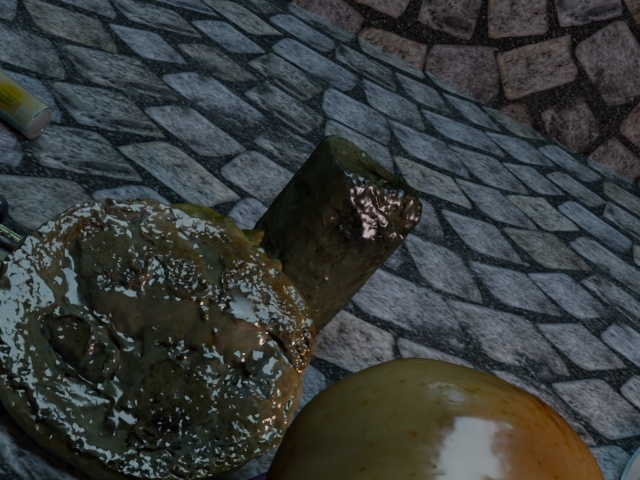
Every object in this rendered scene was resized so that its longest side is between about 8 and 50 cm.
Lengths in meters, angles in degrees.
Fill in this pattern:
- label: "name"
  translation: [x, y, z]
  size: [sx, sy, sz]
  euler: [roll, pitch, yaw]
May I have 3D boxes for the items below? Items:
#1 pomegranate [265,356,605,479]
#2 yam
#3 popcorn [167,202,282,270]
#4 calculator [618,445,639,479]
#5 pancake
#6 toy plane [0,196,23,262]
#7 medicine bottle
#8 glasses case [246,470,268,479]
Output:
- label: "pomegranate"
  translation: [0.083, 0.300, 1.178]
  size: [0.411, 0.411, 0.411]
  euler: [25, 22, -11]
- label: "yam"
  translation: [0.000, 0.000, 1.864]
  size: [0.195, 0.300, 0.195]
  euler: [35, 20, -15]
- label: "popcorn"
  translation: [-0.154, 0.054, 1.676]
  size: [0.233, 0.192, 0.266]
  euler: [44, 43, 18]
- label: "calculator"
  translation: [0.586, 0.422, 1.985]
  size: [0.256, 0.054, 0.386]
  euler: [37, 24, 17]
- label: "pancake"
  translation: [-0.196, 0.112, 1.469]
  size: [0.386, 0.082, 0.387]
  euler: [8, 58, -12]
- label: "toy plane"
  translation: [-0.474, -0.048, 1.641]
  size: [0.242, 0.104, 0.256]
  euler: [27, 23, -50]
- label: "medicine bottle"
  translation: [-0.527, -0.246, 2.031]
  size: [0.218, 0.074, 0.074]
  euler: [37, 23, 11]
- label: "glasses case"
  translation: [-0.015, 0.312, 1.447]
  size: [0.123, 0.076, 0.316]
  euler: [41, 24, 25]
